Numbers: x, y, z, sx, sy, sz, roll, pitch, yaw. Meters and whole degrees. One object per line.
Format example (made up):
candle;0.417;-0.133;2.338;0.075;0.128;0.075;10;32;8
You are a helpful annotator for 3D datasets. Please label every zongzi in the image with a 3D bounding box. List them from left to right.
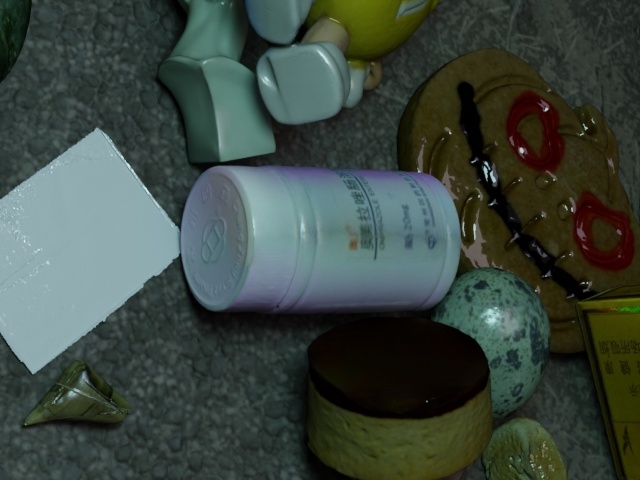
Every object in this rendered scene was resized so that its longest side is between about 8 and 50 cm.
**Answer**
zongzi;-0.229;0.166;1.656;0.076;0.040;0.083;46;67;-21

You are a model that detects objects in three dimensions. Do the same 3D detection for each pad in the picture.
pad;-0.248;0.008;1.711;0.232;0.004;0.156;-42;100;-35

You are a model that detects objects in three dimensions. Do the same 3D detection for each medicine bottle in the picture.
medicine bottle;0.000;0.000;1.784;0.254;0.152;0.152;1;74;-34

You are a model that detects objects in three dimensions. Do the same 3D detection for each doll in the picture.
doll;0.032;-0.295;1.818;0.161;0.348;0.423;12;59;19

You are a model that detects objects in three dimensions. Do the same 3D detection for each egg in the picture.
egg;0.182;0.113;1.879;0.132;0.132;0.172;-19;114;-36

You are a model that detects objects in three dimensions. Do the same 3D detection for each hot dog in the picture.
hot dog;0.234;0.313;1.880;0.073;0.084;0.243;3;72;-31

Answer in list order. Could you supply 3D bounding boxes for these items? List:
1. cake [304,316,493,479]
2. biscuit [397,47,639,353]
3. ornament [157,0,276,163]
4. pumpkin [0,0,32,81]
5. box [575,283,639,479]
cake;0.074;0.190;1.771;0.207;0.185;0.178;-21;123;-48
biscuit;0.252;-0.055;2.025;0.314;0.063;0.367;-39;97;-34
ornament;-0.109;-0.215;1.797;0.120;0.130;0.285;3;74;-33
pumpkin;-0.405;-0.227;1.556;0.300;0.207;0.300;11;68;-29
box;0.408;0.197;1.930;0.084;0.193;0.302;-18;97;-35
